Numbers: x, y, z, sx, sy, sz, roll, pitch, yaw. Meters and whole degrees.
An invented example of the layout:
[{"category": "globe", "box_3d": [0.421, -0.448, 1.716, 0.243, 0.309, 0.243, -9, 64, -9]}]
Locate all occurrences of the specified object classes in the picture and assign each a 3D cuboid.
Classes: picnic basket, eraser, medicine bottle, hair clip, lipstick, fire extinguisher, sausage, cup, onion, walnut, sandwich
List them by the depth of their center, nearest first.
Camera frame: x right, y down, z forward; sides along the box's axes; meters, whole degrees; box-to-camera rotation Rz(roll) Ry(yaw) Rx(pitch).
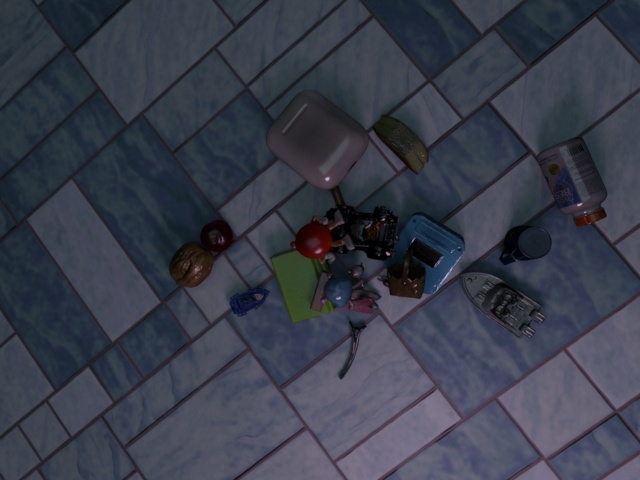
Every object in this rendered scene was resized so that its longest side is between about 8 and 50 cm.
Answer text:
[{"category": "medicine bottle", "box_3d": [0.877, -0.197, 1.576, 0.156, 0.157, 0.289, -22, 86, 8]}, {"category": "cup", "box_3d": [0.713, 0.022, 1.601, 0.176, 0.155, 0.131, -42, 83, 5]}, {"category": "picnic basket", "box_3d": [0.307, 0.110, 1.633, 0.137, 0.128, 0.179, 5, 124, 14]}, {"category": "lipstick", "box_3d": [0.003, 0.186, 1.682, 0.045, 0.045, 0.146, 17, 92, 1]}, {"category": "sandwich", "box_3d": [0.301, -0.367, 1.703, 0.258, 0.096, 0.094, 44, 90, 4]}, {"category": "fire extinguisher", "box_3d": [0.266, 0.157, 1.731, 0.100, 0.032, 0.046, 28, 105, 2]}, {"category": "hair clip", "box_3d": [0.117, 0.428, 1.750, 0.070, 0.039, 0.230, 14, 93, 7]}, {"category": "eraser", "box_3d": [-0.054, 0.157, 1.752, 0.209, 0.092, 0.275, -17, 88, 5]}, {"category": "sausage", "box_3d": [0.062, -0.187, 1.764, 0.041, 0.036, 0.158, -25, 86, 16]}, {"category": "onion", "box_3d": [-0.408, -0.016, 1.795, 0.131, 0.131, 0.131, 0, 90, 9]}, {"category": "walnut", "box_3d": [-0.510, 0.100, 1.795, 0.155, 0.155, 0.184, 39, 97, 7]}]

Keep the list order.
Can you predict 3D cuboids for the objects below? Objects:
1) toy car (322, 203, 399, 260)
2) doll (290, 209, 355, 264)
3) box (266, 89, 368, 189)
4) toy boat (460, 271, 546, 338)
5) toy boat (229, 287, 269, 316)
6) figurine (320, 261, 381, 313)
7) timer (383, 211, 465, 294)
[{"category": "toy car", "box_3d": [0.143, -0.038, 1.694, 0.300, 0.118, 0.193, 8, 93, 24]}, {"category": "doll", "box_3d": [0.000, 0.000, 1.659, 0.217, 0.085, 0.183, -22, 78, 7]}, {"category": "box", "box_3d": [-0.014, -0.377, 1.711, 0.349, 0.141, 0.289, 40, 93, 14]}, {"category": "toy boat", "box_3d": [0.639, 0.216, 1.642, 0.319, 0.092, 0.141, 35, 93, 8]}, {"category": "toy boat", "box_3d": [-0.278, 0.235, 1.777, 0.174, 0.110, 0.091, -25, 86, 6]}, {"category": "figurine", "box_3d": [0.128, 0.180, 1.664, 0.259, 0.102, 0.206, 20, 90, -33]}, {"category": "timer", "box_3d": [0.386, 0.047, 1.707, 0.231, 0.091, 0.250, 33, 107, 7]}]
